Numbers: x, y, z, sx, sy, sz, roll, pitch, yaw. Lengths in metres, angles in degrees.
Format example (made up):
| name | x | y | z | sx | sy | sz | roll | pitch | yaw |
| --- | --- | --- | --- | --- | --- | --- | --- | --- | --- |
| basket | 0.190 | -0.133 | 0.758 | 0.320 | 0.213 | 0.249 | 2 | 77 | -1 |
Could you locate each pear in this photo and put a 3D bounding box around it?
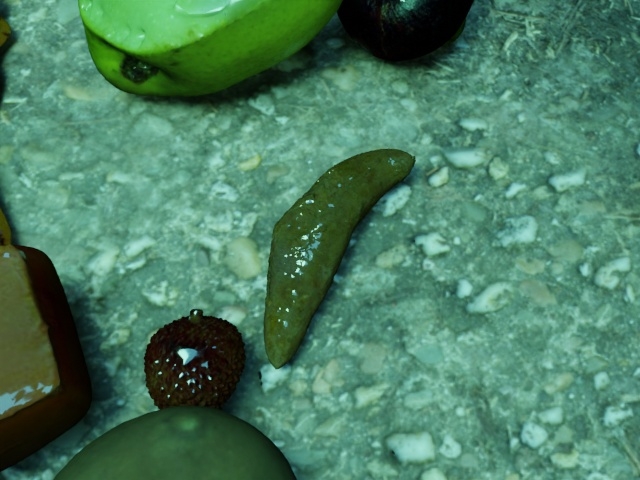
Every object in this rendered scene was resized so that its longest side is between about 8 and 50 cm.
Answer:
| name | x | y | z | sx | sy | sz | roll | pitch | yaw |
| --- | --- | --- | --- | --- | --- | --- | --- | --- | --- |
| pear | -0.167 | -0.319 | 0.785 | 0.318 | 0.238 | 0.342 | -45 | 67 | -1 |

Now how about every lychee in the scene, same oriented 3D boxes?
| name | x | y | z | sx | sy | sz | roll | pitch | yaw |
| --- | --- | --- | --- | --- | --- | --- | --- | --- | --- |
| lychee | -0.151 | 0.147 | 0.686 | 0.123 | 0.123 | 0.129 | 22 | 84 | 4 |

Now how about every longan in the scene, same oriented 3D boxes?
| name | x | y | z | sx | sy | sz | roll | pitch | yaw |
| --- | --- | --- | --- | --- | --- | --- | --- | --- | --- |
| longan | -0.150 | 0.289 | 0.568 | 0.258 | 0.258 | 0.257 | 1 | 71 | -3 |

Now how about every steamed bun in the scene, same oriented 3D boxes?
| name | x | y | z | sx | sy | sz | roll | pitch | yaw |
| --- | --- | --- | --- | --- | --- | --- | --- | --- | --- |
| steamed bun | -0.443 | 0.158 | 0.589 | 0.380 | 0.248 | 0.234 | -18 | 71 | -29 |

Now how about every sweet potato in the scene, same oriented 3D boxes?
| name | x | y | z | sx | sy | sz | roll | pitch | yaw |
| --- | --- | --- | --- | --- | --- | --- | --- | --- | --- |
| sweet potato | -0.002 | -0.004 | 0.758 | 0.114 | 0.092 | 0.341 | 35 | 73 | -9 |

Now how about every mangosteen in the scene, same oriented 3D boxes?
| name | x | y | z | sx | sy | sz | roll | pitch | yaw |
| --- | --- | --- | --- | --- | --- | --- | --- | --- | --- |
| mangosteen | 0.126 | -0.375 | 0.844 | 0.216 | 0.216 | 0.216 | 1 | 71 | -3 |

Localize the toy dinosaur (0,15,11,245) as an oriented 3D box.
| name | x | y | z | sx | sy | sz | roll | pitch | yaw |
| --- | --- | --- | --- | --- | --- | --- | --- | --- | --- |
| toy dinosaur | -0.522 | -0.169 | 0.785 | 0.208 | 0.097 | 0.431 | -3 | 75 | -14 |
